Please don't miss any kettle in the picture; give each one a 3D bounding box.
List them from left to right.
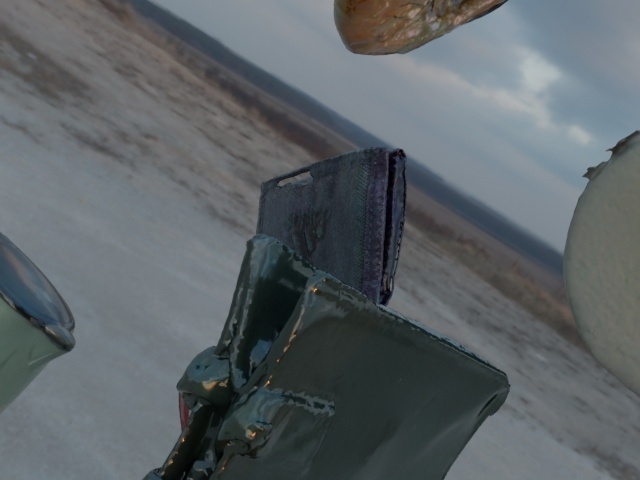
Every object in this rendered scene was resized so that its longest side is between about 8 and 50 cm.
[{"bbox_3d":[-0.425,0.111,0.927,0.240,0.255,0.165,47,4,20],"label":"kettle"}]

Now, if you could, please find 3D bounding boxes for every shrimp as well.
[{"bbox_3d":[0.197,-0.328,0.826,0.272,0.445,0.085,-6,64,-44],"label":"shrimp"}]

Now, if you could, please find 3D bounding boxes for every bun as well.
[{"bbox_3d":[0.371,0.021,0.744,0.175,0.263,0.263,-6,32,-41],"label":"bun"}]

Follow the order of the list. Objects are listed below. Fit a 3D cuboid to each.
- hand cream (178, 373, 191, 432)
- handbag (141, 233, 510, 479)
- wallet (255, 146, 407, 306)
[{"bbox_3d":[-0.066,0.212,0.892,0.125,0.193,0.193,-14,31,-26],"label":"hand cream"},{"bbox_3d":[-0.020,0.142,0.426,0.079,0.247,0.260,29,-2,31],"label":"handbag"},{"bbox_3d":[0.001,0.000,0.592,0.030,0.111,0.166,10,-10,-32],"label":"wallet"}]
